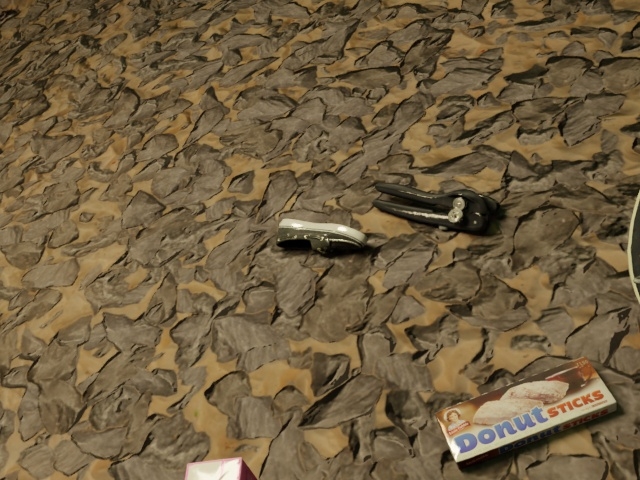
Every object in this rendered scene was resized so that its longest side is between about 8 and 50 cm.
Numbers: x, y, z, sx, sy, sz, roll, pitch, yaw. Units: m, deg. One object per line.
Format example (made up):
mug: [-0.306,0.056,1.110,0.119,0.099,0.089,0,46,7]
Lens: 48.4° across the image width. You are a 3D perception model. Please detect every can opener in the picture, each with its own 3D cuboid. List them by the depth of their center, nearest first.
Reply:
can opener: [0.154,-0.047,1.001,0.186,0.073,0.059,8,90,31]

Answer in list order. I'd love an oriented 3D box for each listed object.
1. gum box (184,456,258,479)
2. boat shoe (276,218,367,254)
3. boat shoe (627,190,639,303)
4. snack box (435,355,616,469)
gum box: [-0.095,0.316,0.697,0.062,0.107,0.188,-10,45,12]
boat shoe: [0.000,0.000,1.017,0.142,0.049,0.040,8,70,30]
boat shoe: [0.412,0.071,0.706,0.187,0.156,0.500,-3,46,21]
snack box: [0.218,0.184,0.765,0.178,0.022,0.064,-21,45,0]
